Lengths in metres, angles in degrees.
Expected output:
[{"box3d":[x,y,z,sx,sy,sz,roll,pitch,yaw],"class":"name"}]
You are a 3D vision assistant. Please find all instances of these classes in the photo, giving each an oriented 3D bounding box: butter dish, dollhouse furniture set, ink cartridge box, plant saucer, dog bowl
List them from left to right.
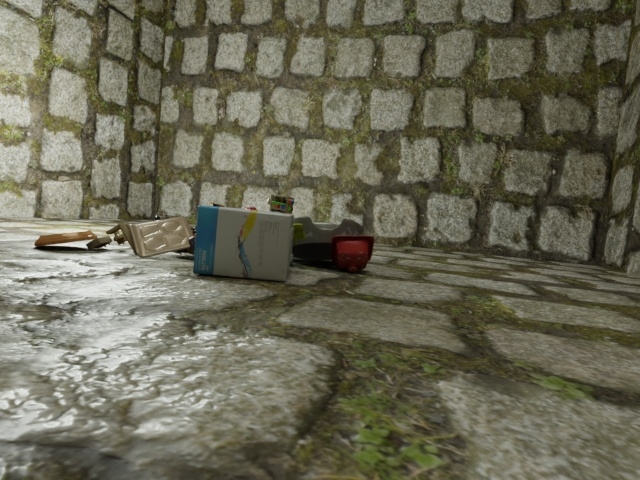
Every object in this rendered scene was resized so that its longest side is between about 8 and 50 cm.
[{"box3d":[-0.920,-0.010,1.562,0.199,0.037,0.200,-7,4,1],"class":"plant saucer"},{"box3d":[-0.755,0.027,1.604,0.151,0.123,0.144,-30,6,-3],"class":"dollhouse furniture set"},{"box3d":[-0.222,0.004,1.312,0.269,0.198,0.198,5,3,-2],"class":"ink cartridge box"},{"box3d":[0.000,0.000,1.771,0.348,0.102,0.349,1,-15,0],"class":"dog bowl"},{"box3d":[0.118,0.065,1.602,0.160,0.118,0.160,1,-40,0],"class":"butter dish"}]

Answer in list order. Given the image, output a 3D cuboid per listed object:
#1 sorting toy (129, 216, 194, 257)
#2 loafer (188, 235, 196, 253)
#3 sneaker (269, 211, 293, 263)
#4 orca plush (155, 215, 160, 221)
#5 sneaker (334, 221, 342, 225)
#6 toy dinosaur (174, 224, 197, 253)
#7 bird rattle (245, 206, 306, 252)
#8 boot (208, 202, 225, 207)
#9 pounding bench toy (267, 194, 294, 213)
[{"box3d":[-0.572,-0.011,1.577,0.208,0.038,0.193,-10,41,-26],"class":"sorting toy"},{"box3d":[-0.348,-0.022,1.597,0.095,0.109,0.302,44,41,15],"class":"loafer"},{"box3d":[-0.235,-0.017,1.567,0.318,0.209,0.127,1,6,-41],"class":"sneaker"},{"box3d":[-0.748,-0.029,1.965,0.102,0.151,0.287,-29,18,-16],"class":"orca plush"},{"box3d":[0.035,0.021,2.062,0.365,0.150,0.135,-23,-13,-29],"class":"sneaker"},{"box3d":[-0.425,0.012,1.702,0.321,0.165,0.218,21,15,-23],"class":"toy dinosaur"},{"box3d":[-0.180,-0.006,1.456,0.253,0.207,0.143,6,-3,-15],"class":"bird rattle"},{"box3d":[-0.497,-0.063,1.927,0.294,0.212,0.104,8,4,42],"class":"boot"},{"box3d":[-0.122,-0.112,1.337,0.065,0.052,0.083,8,3,15],"class":"pounding bench toy"}]
